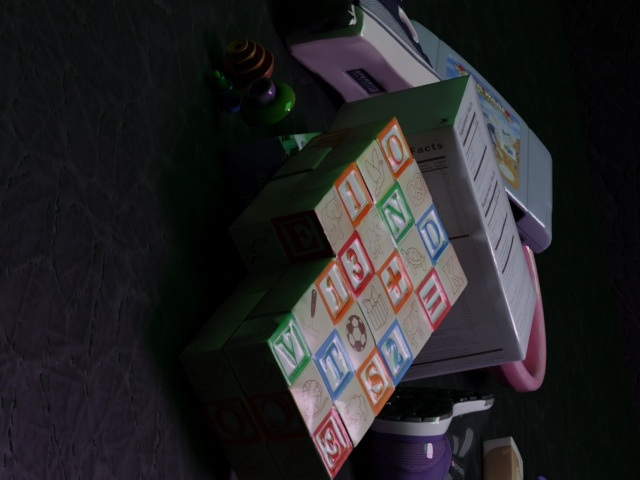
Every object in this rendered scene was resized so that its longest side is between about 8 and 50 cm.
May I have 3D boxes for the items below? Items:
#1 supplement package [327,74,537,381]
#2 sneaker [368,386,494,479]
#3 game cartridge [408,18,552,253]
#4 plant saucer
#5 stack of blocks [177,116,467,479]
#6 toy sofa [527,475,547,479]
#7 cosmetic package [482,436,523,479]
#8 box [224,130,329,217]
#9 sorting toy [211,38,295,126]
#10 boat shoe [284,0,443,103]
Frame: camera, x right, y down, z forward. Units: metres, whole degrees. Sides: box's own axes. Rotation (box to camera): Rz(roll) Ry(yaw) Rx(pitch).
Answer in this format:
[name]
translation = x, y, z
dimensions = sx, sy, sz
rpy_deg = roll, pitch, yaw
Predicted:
[supplement package]
translation = 0.105, -0.011, 1.638
dimensions = 0.134, 0.139, 0.244
rpy_deg = -65, 141, -62
[sneaker]
translation = 0.107, 0.223, 1.805
dimensions = 0.283, 0.107, 0.124
rpy_deg = -6, 99, -70
[game cartridge]
translation = 0.183, -0.137, 2.157
dimensions = 0.297, 0.062, 0.198
rpy_deg = 41, 36, -23
[plant saucer]
translation = 0.217, 0.040, 2.290
dimensions = 0.332, 0.084, 0.332
rpy_deg = -12, 90, -74
[stack of blocks]
translation = 0.002, 0.044, 1.416
dimensions = 0.297, 0.087, 0.171
rpy_deg = -51, 122, -50
[toy sofa]
translation = 0.408, 0.490, 2.483
dimensions = 0.177, 0.150, 0.362
rpy_deg = -82, 154, -47
[cosmetic package]
translation = 0.233, 0.314, 2.215
dimensions = 0.115, 0.041, 0.060
rpy_deg = -87, 158, -43
[box]
translation = 0.000, 0.000, 1.633
dimensions = 0.293, 0.057, 0.201
rpy_deg = -16, 94, -74
[sorting toy]
translation = -0.064, -0.142, 1.518
dimensions = 0.042, 0.061, 0.102
rpy_deg = 62, 0, -42
[boat shoe]
translation = 0.066, -0.224, 1.886
dimensions = 0.340, 0.127, 0.158
rpy_deg = 45, 44, -61
